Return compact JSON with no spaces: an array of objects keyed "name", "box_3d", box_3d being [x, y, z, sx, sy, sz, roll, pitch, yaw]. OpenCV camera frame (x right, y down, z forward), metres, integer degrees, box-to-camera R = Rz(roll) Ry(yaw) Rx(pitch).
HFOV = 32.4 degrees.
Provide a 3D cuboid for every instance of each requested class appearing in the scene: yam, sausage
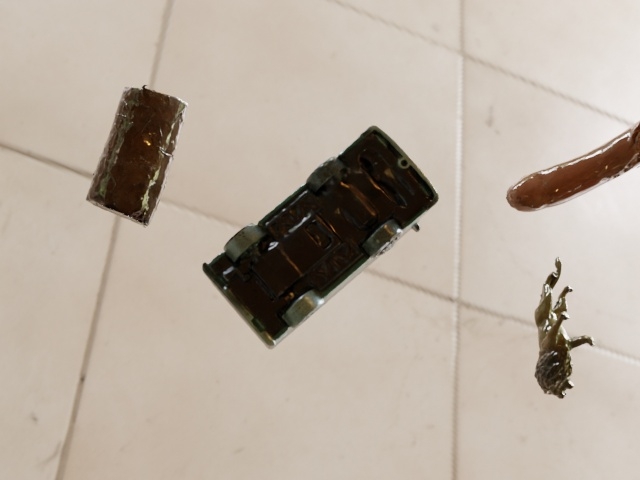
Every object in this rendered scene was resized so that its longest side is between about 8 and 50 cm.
[{"name":"yam","box_3d":[-0.194,-0.091,1.169,0.079,0.079,0.141,20,85,-17]},{"name":"sausage","box_3d":[0.442,-0.121,1.769,0.304,0.078,0.078,-27,69,6]}]

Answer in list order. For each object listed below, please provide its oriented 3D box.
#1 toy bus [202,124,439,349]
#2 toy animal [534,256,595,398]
[{"name":"toy bus","box_3d":[0.000,0.000,1.259,0.256,0.147,0.128,-40,85,-9]},{"name":"toy animal","box_3d":[0.355,0.122,1.634,0.069,0.086,0.220,27,59,-34]}]
